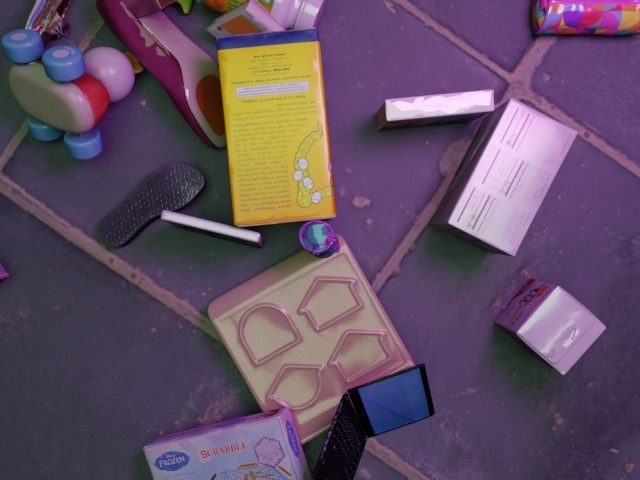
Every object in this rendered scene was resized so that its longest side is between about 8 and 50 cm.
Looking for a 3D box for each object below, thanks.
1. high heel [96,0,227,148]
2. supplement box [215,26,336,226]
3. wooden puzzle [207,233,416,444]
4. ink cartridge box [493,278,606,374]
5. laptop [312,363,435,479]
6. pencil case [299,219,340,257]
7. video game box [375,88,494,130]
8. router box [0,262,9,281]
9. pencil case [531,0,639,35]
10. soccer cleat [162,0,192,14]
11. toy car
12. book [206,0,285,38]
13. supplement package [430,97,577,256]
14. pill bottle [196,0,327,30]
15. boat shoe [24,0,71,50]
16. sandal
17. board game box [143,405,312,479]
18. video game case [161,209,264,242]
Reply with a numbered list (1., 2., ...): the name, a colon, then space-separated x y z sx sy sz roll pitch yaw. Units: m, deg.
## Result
1. high heel: -0.318 -0.355 1.410 0.181 0.127 0.377 -7 111 38
2. supplement box: -0.082 -0.210 1.356 0.196 0.194 0.356 -5 92 0
3. wooden puzzle: -0.017 0.207 1.429 0.322 0.080 0.347 -29 87 0
4. ink cartridge box: 0.456 0.168 1.378 0.127 0.176 0.128 41 90 -1
5. laptop: 0.114 0.393 1.336 0.137 0.234 0.264 10 55 23
6. pencil case: 0.000 0.000 1.324 0.070 0.152 0.064 14 87 6
7. video game box: 0.221 -0.257 1.361 0.205 0.187 0.048 -6 91 0
8. router box: -0.872 0.029 1.409 0.301 0.082 0.335 -36 92 0
9. pencil case: 0.557 -0.473 1.404 0.237 0.104 0.104 -3 91 0
10. soccer cleat: -0.352 -0.514 1.416 0.179 0.060 0.072 11 104 -1
11. toy car: -0.471 -0.327 1.379 0.210 0.219 0.238 25 48 22
12. book: -0.149 -0.417 1.363 0.096 0.144 0.035 36 64 -34
13. supplement package: 0.354 -0.117 1.356 0.145 0.204 0.261 27 91 0
14. pill bottle: -0.116 -0.497 1.376 0.246 0.136 0.136 22 91 -1
15. boat shoe: -0.556 -0.451 1.409 0.066 0.066 0.183 16 91 -2
16. sandal: -0.351 -0.079 1.433 0.255 0.054 0.097 -31 84 10
17. board game box: -0.166 0.527 1.393 0.319 0.066 0.317 -16 92 17
18. video game case: -0.209 -0.019 1.368 0.191 0.173 0.022 13 85 -1
